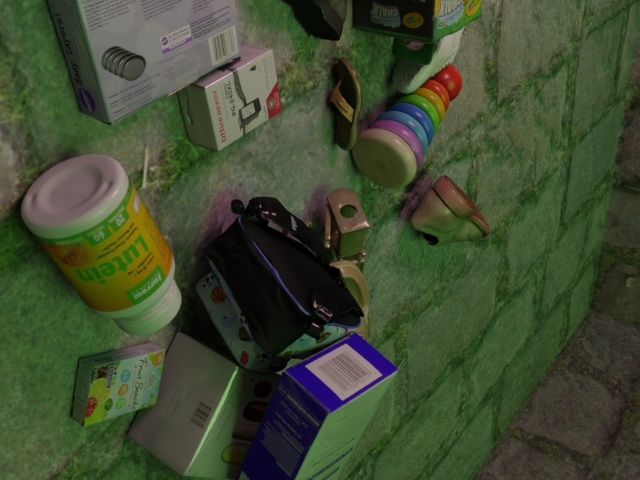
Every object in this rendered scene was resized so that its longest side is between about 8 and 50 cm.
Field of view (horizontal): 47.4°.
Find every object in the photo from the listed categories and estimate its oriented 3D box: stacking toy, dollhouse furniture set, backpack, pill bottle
[{"bbox_3d":[0.204,-0.258,1.530,0.330,0.141,0.141,-51,144,-33],"label":"stacking toy"},{"bbox_3d":[0.000,0.000,1.449,0.161,0.101,0.182,-14,149,-11],"label":"dollhouse furniture set"},{"bbox_3d":[-0.058,0.099,1.235,0.213,0.276,0.263,-41,151,21],"label":"backpack"},{"bbox_3d":[-0.277,0.017,0.975,0.136,0.136,0.246,-50,143,-26],"label":"pill bottle"}]

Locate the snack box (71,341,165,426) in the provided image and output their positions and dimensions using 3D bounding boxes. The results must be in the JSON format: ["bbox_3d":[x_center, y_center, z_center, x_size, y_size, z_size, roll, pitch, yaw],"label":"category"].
[{"bbox_3d":[-0.312,0.221,1.133,0.141,0.037,0.100,-6,114,-54],"label":"snack box"}]

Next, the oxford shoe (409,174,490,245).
[{"bbox_3d":[0.321,-0.055,1.843,0.146,0.140,0.397,-40,154,12],"label":"oxford shoe"}]

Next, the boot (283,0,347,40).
[{"bbox_3d":[-0.006,-0.450,1.171,0.246,0.083,0.161,38,69,-62],"label":"boot"}]

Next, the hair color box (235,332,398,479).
[{"bbox_3d":[-0.020,0.329,1.203,0.185,0.110,0.339,-19,139,-48],"label":"hair color box"}]

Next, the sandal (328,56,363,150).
[{"bbox_3d":[0.040,-0.248,1.358,0.049,0.072,0.180,-16,128,-26],"label":"sandal"}]

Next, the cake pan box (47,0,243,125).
[{"bbox_3d":[-0.217,-0.316,0.937,0.267,0.070,0.246,-41,140,-36],"label":"cake pan box"}]

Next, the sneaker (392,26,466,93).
[{"bbox_3d":[0.236,-0.387,1.516,0.235,0.090,0.095,-57,135,-16],"label":"sneaker"}]

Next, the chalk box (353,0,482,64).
[{"bbox_3d":[0.178,-0.470,1.317,0.179,0.180,0.289,-37,137,-39],"label":"chalk box"}]

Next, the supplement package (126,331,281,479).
[{"bbox_3d":[-0.180,0.291,1.259,0.203,0.149,0.194,33,81,-56],"label":"supplement package"}]

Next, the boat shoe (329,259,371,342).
[{"bbox_3d":[0.055,0.178,1.518,0.121,0.110,0.341,-16,137,-4],"label":"boat shoe"}]

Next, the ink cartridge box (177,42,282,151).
[{"bbox_3d":[-0.136,-0.218,1.111,0.150,0.063,0.109,-41,138,-36],"label":"ink cartridge box"}]
